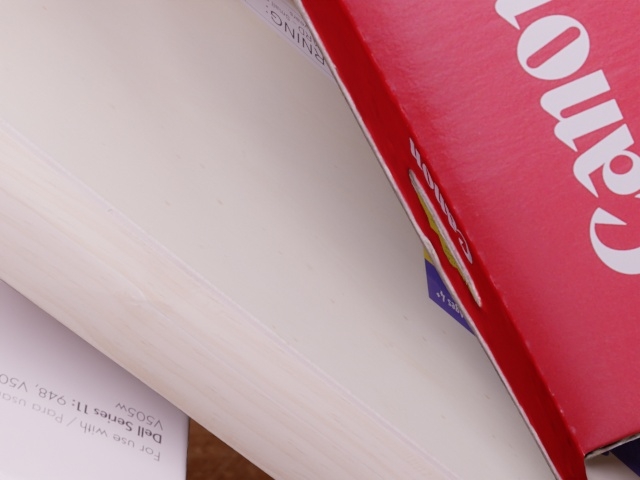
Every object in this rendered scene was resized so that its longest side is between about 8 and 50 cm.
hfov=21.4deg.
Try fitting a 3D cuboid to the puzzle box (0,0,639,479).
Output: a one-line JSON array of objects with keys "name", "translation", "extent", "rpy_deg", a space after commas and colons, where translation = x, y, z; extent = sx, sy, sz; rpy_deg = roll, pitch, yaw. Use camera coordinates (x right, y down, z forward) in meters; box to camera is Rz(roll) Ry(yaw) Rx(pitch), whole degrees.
[{"name": "puzzle box", "translation": [0.000, 0.000, 0.705], "extent": [0.052, 0.272, 0.409], "rpy_deg": [-40, 116, 22]}]

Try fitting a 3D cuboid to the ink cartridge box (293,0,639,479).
[{"name": "ink cartridge box", "translation": [0.092, -0.079, 0.654], "extent": [0.130, 0.272, 0.309], "rpy_deg": [-23, 122, 14]}]

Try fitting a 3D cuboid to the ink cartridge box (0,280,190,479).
[{"name": "ink cartridge box", "translation": [-0.148, 0.103, 0.720], "extent": [0.119, 0.353, 0.207], "rpy_deg": [23, 120, -16]}]
